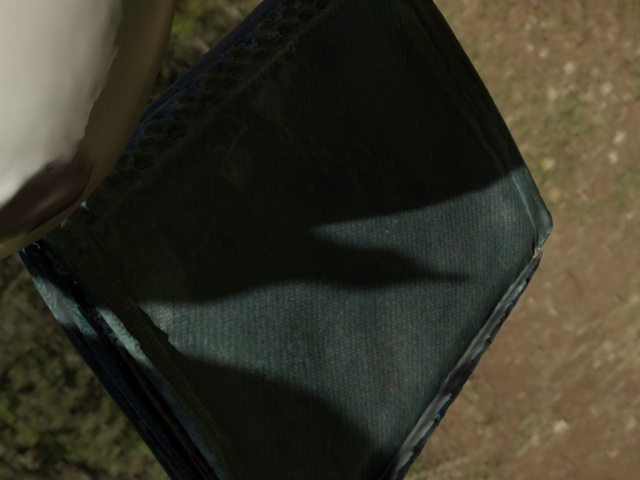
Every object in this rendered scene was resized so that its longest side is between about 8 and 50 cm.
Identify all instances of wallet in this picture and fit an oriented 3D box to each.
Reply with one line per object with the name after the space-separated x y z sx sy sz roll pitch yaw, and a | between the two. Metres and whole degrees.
0.000 0.000 0.751 0.075 0.237 0.342 -21 21 42 | wallet

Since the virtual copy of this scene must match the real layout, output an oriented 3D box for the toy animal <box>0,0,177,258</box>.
-0.155 -0.084 0.383 0.165 0.235 0.187 136 155 -64 | toy animal
